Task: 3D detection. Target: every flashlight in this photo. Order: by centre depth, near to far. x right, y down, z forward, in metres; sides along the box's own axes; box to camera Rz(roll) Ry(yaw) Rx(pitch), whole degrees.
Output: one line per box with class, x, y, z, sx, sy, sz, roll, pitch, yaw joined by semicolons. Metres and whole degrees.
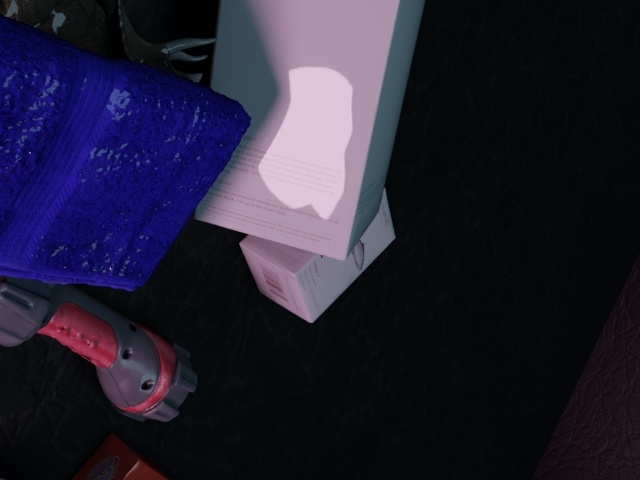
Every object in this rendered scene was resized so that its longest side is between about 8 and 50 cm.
flashlight;-0.248;0.107;0.835;0.103;0.103;0.304;-53;146;-7

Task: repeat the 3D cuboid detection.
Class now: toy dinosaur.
toy dinosaur;-0.240;-0.185;0.661;0.313;0.121;0.160;42;67;-50

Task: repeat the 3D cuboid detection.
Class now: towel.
towel;-0.211;-0.048;0.636;0.227;0.076;0.308;-48;153;21

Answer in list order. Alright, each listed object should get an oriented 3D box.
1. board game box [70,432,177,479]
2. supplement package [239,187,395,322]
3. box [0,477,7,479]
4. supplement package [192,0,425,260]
board game box;-0.263;0.423;1.062;0.242;0.064;0.316;-50;144;-16
supplement package;0.000;0.000;1.068;0.179;0.105;0.105;-44;141;-23
box;-0.320;0.359;0.805;0.182;0.119;0.181;44;53;-28
supplement package;-0.007;-0.160;0.845;0.175;0.178;0.293;-50;154;-64
